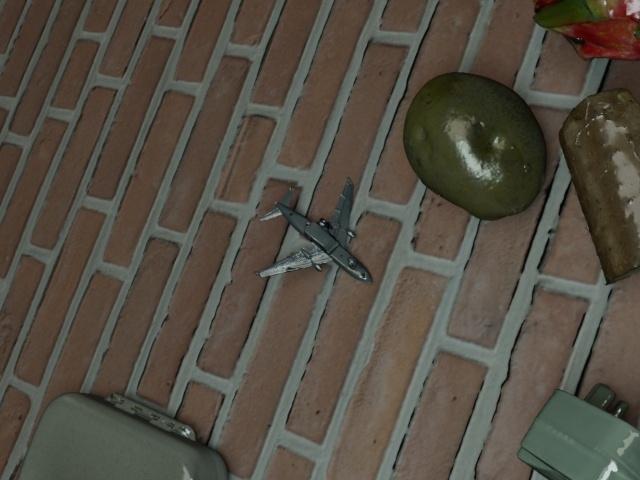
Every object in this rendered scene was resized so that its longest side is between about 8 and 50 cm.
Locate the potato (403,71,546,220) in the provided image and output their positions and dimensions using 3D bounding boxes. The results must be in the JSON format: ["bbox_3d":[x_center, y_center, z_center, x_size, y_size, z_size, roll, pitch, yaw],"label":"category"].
[{"bbox_3d":[0.225,-0.137,1.136,0.178,0.160,0.235,-42,71,39],"label":"potato"}]

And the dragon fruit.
[{"bbox_3d":[0.437,-0.354,1.043,0.302,0.231,0.237,-15,78,37],"label":"dragon fruit"}]

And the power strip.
[{"bbox_3d":[0.348,0.249,0.895,0.141,0.229,0.261,-54,13,-5],"label":"power strip"}]

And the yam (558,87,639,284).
[{"bbox_3d":[0.402,-0.070,1.030,0.129,0.128,0.238,-11,71,-11],"label":"yam"}]

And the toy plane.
[{"bbox_3d":[-0.002,-0.002,1.270,0.226,0.058,0.226,-46,57,-10],"label":"toy plane"}]

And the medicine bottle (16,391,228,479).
[{"bbox_3d":[-0.336,0.410,1.283,0.375,0.123,0.282,14,83,31],"label":"medicine bottle"}]
